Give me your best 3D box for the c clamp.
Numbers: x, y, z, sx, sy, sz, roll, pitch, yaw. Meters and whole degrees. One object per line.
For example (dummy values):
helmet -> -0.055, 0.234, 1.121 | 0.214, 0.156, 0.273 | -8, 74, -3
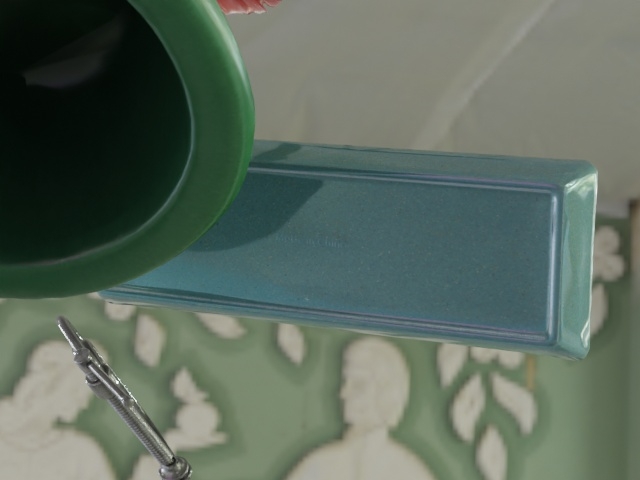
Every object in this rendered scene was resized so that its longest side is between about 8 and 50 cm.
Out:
c clamp -> -0.126, 0.110, 1.003 | 0.137, 0.022, 0.161 | 43, -12, 42

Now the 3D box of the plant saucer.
plant saucer -> 0.000, 0.000, 0.540 | 0.192, 0.067, 0.018 | 5, 11, 24

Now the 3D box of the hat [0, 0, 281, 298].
hat -> -0.099, -0.097, 0.531 | 0.173, 0.183, 0.208 | -13, -45, 17
